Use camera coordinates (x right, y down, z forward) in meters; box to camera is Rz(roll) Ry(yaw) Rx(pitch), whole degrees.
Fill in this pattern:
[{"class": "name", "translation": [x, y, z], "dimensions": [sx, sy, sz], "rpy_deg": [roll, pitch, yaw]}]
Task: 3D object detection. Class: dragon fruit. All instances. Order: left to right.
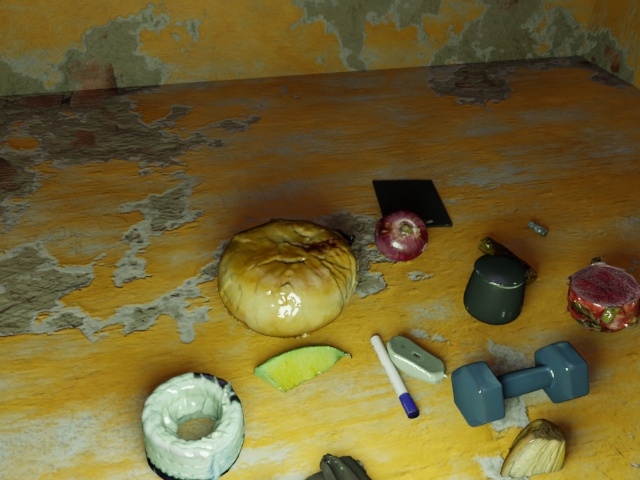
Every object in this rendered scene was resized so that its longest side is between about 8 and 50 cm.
[{"class": "dragon fruit", "translation": [0.826, 0.174, 1.705], "dimensions": [0.210, 0.147, 0.282], "rpy_deg": [2, 32, 16]}]

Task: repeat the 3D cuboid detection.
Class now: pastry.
[{"class": "pastry", "translation": [-0.090, 0.108, 1.646], "dimensions": [0.409, 0.245, 0.410], "rpy_deg": [4, 37, -3]}]

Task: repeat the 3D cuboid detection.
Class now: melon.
[{"class": "melon", "translation": [-0.038, 0.325, 1.523], "dimensions": [0.261, 0.053, 0.114], "rpy_deg": [-13, 47, -19]}]

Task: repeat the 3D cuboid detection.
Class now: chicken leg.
[{"class": "chicken leg", "translation": [0.000, 0.000, 1.953], "dimensions": [0.233, 0.063, 0.105], "rpy_deg": [3, 32, 5]}]

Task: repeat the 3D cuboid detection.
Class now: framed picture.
[{"class": "framed picture", "translation": [0.339, -0.144, 2.203], "dimensions": [0.244, 0.013, 0.324], "rpy_deg": [-2, 37, -4]}]

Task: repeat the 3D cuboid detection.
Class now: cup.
[{"class": "cup", "translation": [0.512, 0.125, 1.712], "dimensions": [0.169, 0.177, 0.223], "rpy_deg": [8, 38, 13]}]

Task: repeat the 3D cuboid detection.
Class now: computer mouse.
[{"class": "computer mouse", "translation": [0.253, 0.321, 1.533], "dimensions": [0.181, 0.056, 0.089], "rpy_deg": [29, 40, 20]}]

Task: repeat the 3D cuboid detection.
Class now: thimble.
[{"class": "thimble", "translation": [-0.278, 0.422, 1.296], "dimensions": [0.237, 0.150, 0.237], "rpy_deg": [2, 38, -1]}]

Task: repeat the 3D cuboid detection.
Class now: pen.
[{"class": "pen", "translation": [0.188, 0.346, 1.516], "dimensions": [0.033, 0.033, 0.269], "rpy_deg": [-9, 38, -14]}]

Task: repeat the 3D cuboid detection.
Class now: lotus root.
[{"class": "lotus root", "translation": [0.483, 0.460, 1.316], "dimensions": [0.159, 0.135, 0.095], "rpy_deg": [4, 33, -20]}]

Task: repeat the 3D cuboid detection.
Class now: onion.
[{"class": "onion", "translation": [0.264, -0.014, 1.915], "dimensions": [0.177, 0.153, 0.177], "rpy_deg": [10, 46, -11]}]

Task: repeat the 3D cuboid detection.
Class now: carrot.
[{"class": "carrot", "translation": [0.603, 0.064, 1.891], "dimensions": [0.068, 0.069, 0.229], "rpy_deg": [-17, 39, -24]}]

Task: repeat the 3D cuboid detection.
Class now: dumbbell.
[{"class": "dumbbell", "translation": [0.489, 0.349, 1.433], "dimensions": [0.324, 0.160, 0.144], "rpy_deg": [-10, 10, -15]}]

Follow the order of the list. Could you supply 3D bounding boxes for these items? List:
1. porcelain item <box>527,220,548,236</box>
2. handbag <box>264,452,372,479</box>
[{"class": "porcelain item", "translation": [0.768, -0.043, 2.074], "dimensions": [0.036, 0.028, 0.083], "rpy_deg": [0, 32, -32]}, {"class": "handbag", "translation": [0.002, 0.558, 1.164], "dimensions": [0.285, 0.114, 0.257], "rpy_deg": [-15, 33, -21]}]
